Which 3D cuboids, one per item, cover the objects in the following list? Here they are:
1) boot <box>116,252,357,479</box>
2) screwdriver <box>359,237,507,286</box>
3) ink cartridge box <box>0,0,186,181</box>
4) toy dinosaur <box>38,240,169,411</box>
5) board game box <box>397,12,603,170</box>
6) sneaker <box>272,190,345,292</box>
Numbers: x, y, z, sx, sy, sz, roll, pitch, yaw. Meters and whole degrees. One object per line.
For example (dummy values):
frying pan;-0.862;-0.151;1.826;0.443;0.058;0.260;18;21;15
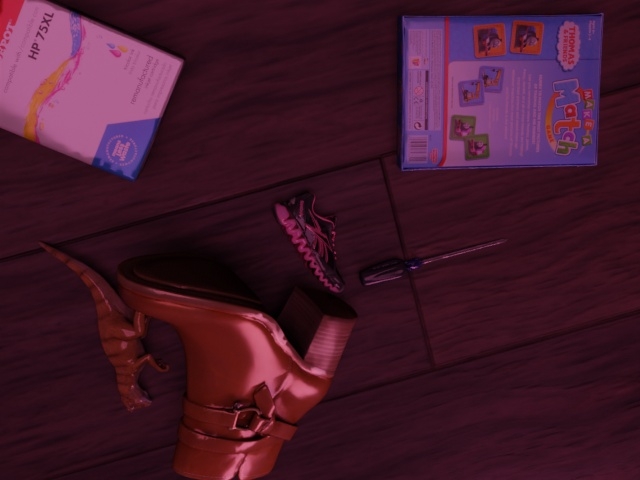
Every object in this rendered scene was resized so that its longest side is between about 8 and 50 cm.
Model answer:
boot;-0.114;0.136;1.077;0.283;0.109;0.220;14;110;-42
screwdriver;0.123;0.020;1.151;0.169;0.025;0.024;-16;102;-11
ink cartridge box;-0.264;-0.165;1.041;0.231;0.078;0.134;22;99;-9
toy dinosaur;-0.210;0.086;1.107;0.112;0.064;0.212;-19;103;0
board game box;0.187;-0.157;1.105;0.211;0.039;0.160;-1;102;-4
sneaker;0.000;0.000;1.122;0.057;0.047;0.119;-34;104;-9
